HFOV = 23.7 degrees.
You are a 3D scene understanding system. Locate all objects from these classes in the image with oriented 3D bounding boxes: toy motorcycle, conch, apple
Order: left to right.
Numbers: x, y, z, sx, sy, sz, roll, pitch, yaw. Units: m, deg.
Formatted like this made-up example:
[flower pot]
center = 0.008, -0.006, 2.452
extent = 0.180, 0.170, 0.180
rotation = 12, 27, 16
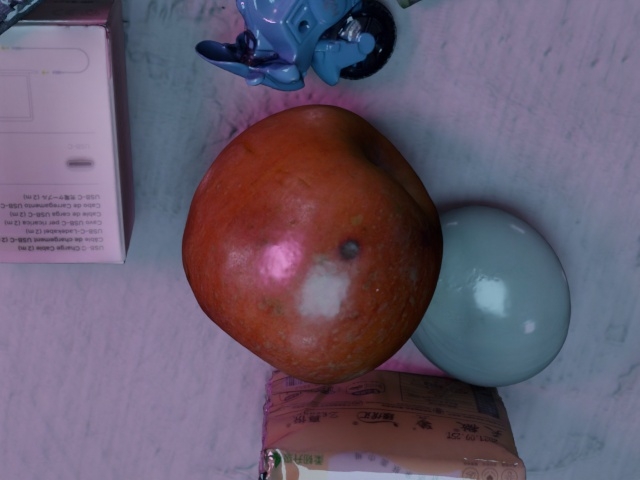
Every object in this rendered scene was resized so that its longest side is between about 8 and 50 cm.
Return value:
[toy motorcycle]
center = -0.041, -0.242, 1.340
extent = 0.182, 0.123, 0.272
rotation = -26, 120, -11
[apple]
center = 0.000, 0.000, 1.390
extent = 0.253, 0.253, 0.253
rotation = 0, 119, 0
[conch]
center = 0.158, 0.069, 1.517
extent = 0.185, 0.121, 0.221
rotation = 0, 129, 34

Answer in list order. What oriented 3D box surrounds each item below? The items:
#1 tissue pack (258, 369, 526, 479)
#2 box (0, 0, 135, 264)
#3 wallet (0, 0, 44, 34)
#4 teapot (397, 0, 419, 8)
[tissue pack]
center = 0.066, 0.206, 1.530
extent = 0.256, 0.215, 0.123
rotation = 0, 109, -1
[box]
center = -0.283, -0.105, 1.415
extent = 0.203, 0.106, 0.252
rotation = -1, 118, 0
[wallet]
center = -0.227, -0.348, 1.266
extent = 0.342, 0.075, 0.237
rotation = -34, 87, 15
[teapot]
center = 0.121, -0.237, 1.379
extent = 0.110, 0.043, 0.043
rotation = -11, 118, 10
